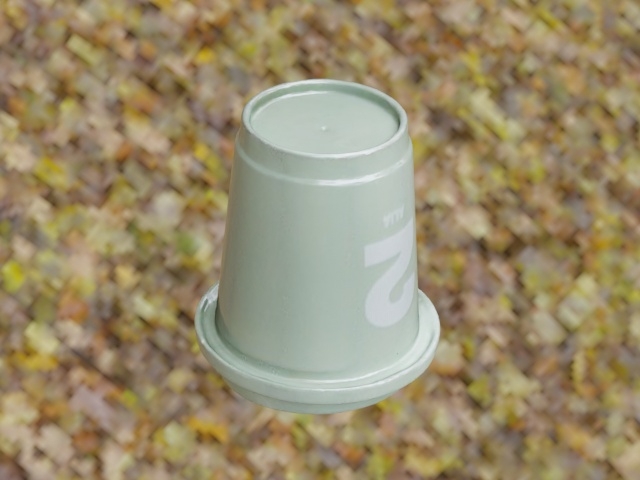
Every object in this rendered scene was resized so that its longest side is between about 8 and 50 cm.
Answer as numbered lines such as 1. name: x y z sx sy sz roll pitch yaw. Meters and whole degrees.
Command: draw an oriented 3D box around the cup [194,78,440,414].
1. cup: 0.000 0.000 0.940 0.120 0.141 0.120 1 28 -1
